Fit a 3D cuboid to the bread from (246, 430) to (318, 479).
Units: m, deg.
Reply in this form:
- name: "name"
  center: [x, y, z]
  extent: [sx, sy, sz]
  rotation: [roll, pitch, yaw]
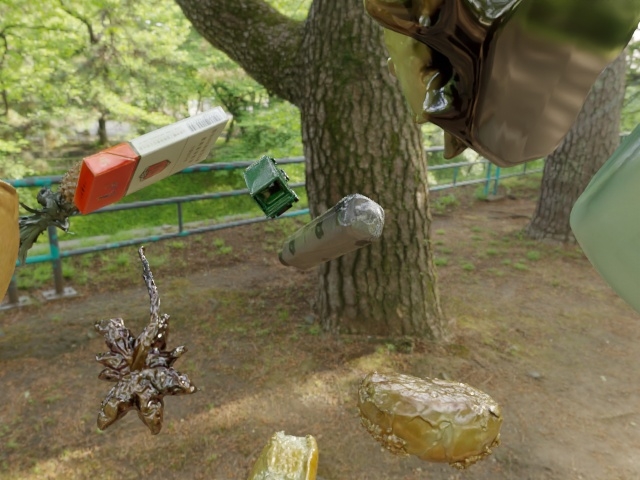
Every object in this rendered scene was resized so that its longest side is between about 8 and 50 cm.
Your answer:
- name: "bread"
  center: [-0.088, 0.486, 0.916]
  extent: [0.121, 0.245, 0.174]
  rotation: [24, 25, 3]

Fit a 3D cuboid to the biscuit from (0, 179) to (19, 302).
- name: "biscuit"
  center: [-0.548, 0.023, 0.699]
  extent: [0.057, 0.311, 0.351]
  rotation: [7, -19, -4]

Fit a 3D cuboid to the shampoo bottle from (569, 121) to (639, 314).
- name: "shampoo bottle"
  center: [0.338, 0.024, 0.257]
  extent: [0.349, 0.221, 0.151]
  rotation: [40, 34, 17]

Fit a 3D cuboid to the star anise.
- name: "star anise"
  center: [-0.183, 0.100, 0.495]
  extent: [0.097, 0.190, 0.070]
  rotation: [-8, -21, -12]

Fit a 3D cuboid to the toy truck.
- name: "toy truck"
  center: [-0.091, -0.098, 0.860]
  extent: [0.065, 0.079, 0.147]
  rotation: [-35, 32, 5]

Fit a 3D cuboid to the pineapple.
- name: "pineapple"
  center: [-0.581, -0.067, 1.049]
  extent: [0.277, 0.119, 0.130]
  rotation: [-41, 2, -11]

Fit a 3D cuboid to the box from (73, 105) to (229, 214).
- name: "box"
  center: [-0.266, -0.130, 0.770]
  extent: [0.245, 0.035, 0.139]
  rotation: [-37, 1, -39]

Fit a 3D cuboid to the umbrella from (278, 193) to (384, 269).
- name: "umbrella"
  center: [0.000, 0.000, 0.807]
  extent: [0.073, 0.067, 0.337]
  rotation: [35, -23, -12]

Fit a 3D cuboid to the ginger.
- name: "ginger"
  center: [0.189, -0.274, 0.505]
  extent: [0.211, 0.358, 0.413]
  rotation: [41, 14, 31]

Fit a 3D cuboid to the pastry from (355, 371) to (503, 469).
- name: "pastry"
  center: [0.229, 0.390, 1.051]
  extent: [0.311, 0.161, 0.255]
  rotation: [7, -3, 0]
